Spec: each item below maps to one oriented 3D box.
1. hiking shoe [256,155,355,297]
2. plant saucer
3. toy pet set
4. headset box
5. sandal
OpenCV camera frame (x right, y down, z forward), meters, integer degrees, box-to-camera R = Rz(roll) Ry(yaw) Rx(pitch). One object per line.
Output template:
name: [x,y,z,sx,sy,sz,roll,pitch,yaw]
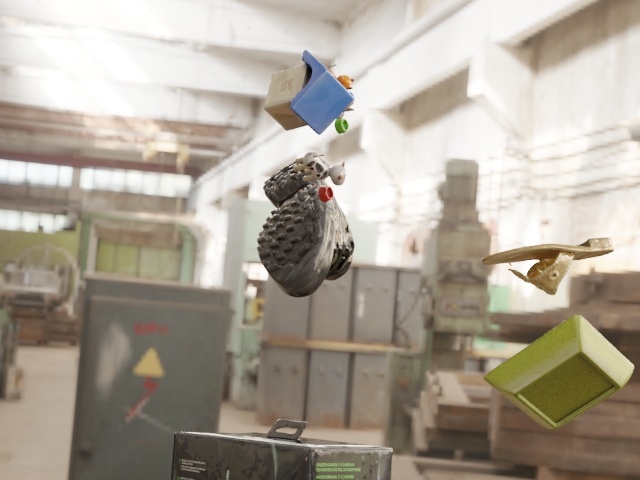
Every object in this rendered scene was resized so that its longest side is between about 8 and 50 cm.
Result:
hiking shoe: [0.000,0.000,1.124,0.086,0.114,0.227,-33,25,17]
plant saucer: [0.390,0.227,1.772,0.188,0.045,0.188,-38,-53,18]
toy pet set: [0.012,-0.114,0.953,0.065,0.122,0.114,-10,-35,34]
headset box: [-0.054,0.345,1.247,0.131,0.283,0.246,10,-11,-42]
sandal: [0.381,0.049,1.793,0.240,0.079,0.088,-7,-13,-23]
